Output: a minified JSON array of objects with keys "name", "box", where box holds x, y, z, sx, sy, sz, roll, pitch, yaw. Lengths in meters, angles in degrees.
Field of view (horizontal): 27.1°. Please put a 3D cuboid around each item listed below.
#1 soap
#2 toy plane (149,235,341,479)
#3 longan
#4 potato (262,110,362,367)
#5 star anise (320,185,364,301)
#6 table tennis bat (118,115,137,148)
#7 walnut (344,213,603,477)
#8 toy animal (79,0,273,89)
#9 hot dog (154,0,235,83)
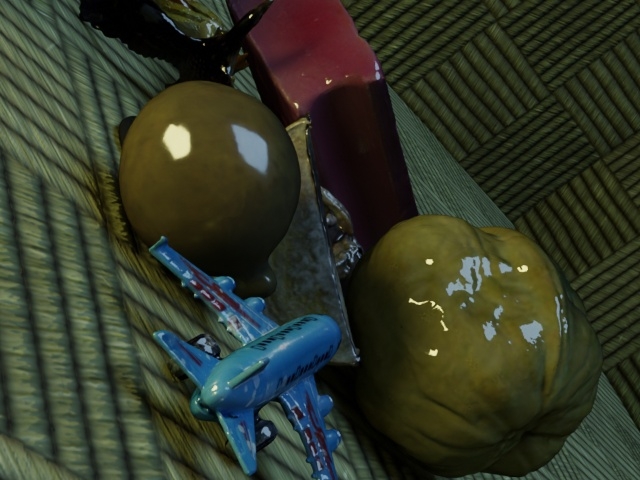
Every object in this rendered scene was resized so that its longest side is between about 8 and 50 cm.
[{"name":"soap","box":[0.012,-0.153,1.678,0.233,0.128,0.359,61,-5,35]},{"name":"toy plane","box":[-0.045,0.105,1.060,0.254,0.105,0.271,55,11,6]},{"name":"longan","box":[-0.091,-0.041,1.176,0.185,0.159,0.204,4,63,-83]},{"name":"potato","box":[-0.034,0.010,1.357,0.120,0.100,0.261,133,-55,-86]},{"name":"star anise","box":[0.000,-0.001,1.558,0.231,0.089,0.209,59,-1,-33]},{"name":"table tennis bat","box":[-0.124,-0.037,1.359,0.236,0.027,0.150,44,17,-27]},{"name":"walnut","box":[0.165,0.114,1.437,0.253,0.282,0.276,103,-19,-46]},{"name":"toy animal","box":[-0.126,-0.211,1.480,0.272,0.197,0.160,48,9,-1]},{"name":"hot dog","box":[-0.161,-0.280,1.798,0.169,0.061,0.078,52,14,-6]}]
